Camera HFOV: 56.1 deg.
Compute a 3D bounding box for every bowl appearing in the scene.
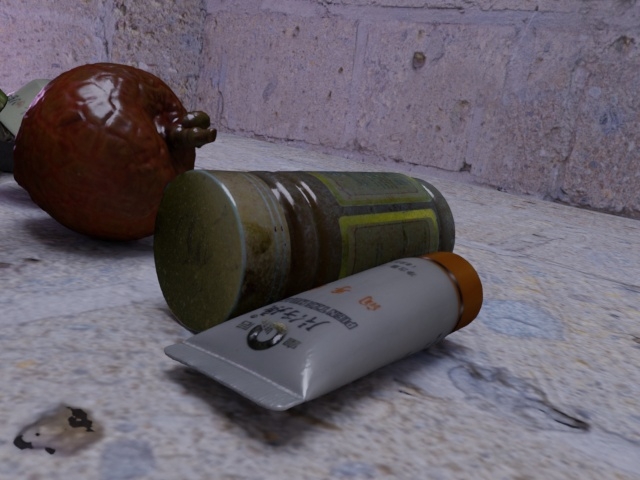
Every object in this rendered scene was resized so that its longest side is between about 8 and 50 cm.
[{"bbox_3d":[-0.415,-0.185,1.017,0.238,0.126,0.238,43,-2,2],"label":"bowl"}]

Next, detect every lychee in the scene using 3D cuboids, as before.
[{"bbox_3d":[-0.274,-0.123,0.811,0.300,0.255,0.255,-25,0,21],"label":"lychee"}]

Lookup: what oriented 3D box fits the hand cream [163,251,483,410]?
[{"bbox_3d":[0.025,0.076,0.536,0.140,0.089,0.314,12,18,40],"label":"hand cream"}]

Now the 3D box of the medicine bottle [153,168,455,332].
[{"bbox_3d":[0.000,0.000,0.655,0.323,0.151,0.151,-5,19,-43],"label":"medicine bottle"}]

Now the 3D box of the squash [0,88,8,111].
[{"bbox_3d":[-0.530,-0.200,0.539,0.384,0.263,0.263,53,-12,-30],"label":"squash"}]

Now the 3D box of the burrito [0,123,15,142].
[{"bbox_3d":[-0.622,-0.232,1.183,0.087,0.060,0.226,-2,18,-15],"label":"burrito"}]

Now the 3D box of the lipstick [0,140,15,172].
[{"bbox_3d":[-0.598,-0.170,1.213,0.318,0.066,0.068,12,15,14],"label":"lipstick"}]
